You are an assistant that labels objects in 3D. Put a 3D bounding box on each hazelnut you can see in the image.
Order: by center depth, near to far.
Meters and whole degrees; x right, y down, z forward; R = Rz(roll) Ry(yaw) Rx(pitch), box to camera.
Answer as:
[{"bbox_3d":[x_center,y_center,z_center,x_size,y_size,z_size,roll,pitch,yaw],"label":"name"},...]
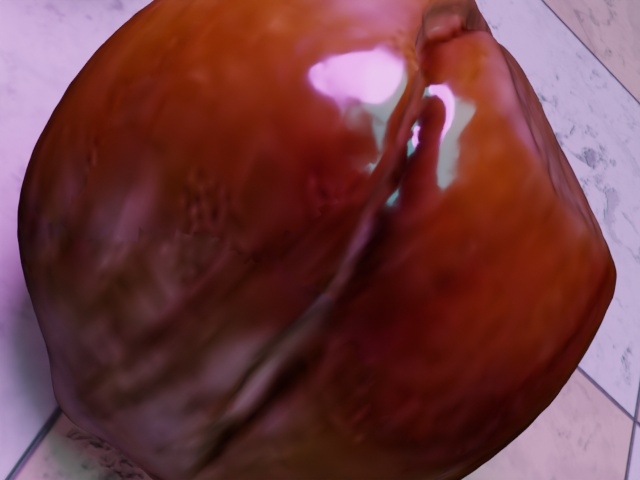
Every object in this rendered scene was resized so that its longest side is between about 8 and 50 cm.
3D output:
[{"bbox_3d":[0.000,0.000,0.588,0.372,0.315,0.373,1,88,-18],"label":"hazelnut"}]
